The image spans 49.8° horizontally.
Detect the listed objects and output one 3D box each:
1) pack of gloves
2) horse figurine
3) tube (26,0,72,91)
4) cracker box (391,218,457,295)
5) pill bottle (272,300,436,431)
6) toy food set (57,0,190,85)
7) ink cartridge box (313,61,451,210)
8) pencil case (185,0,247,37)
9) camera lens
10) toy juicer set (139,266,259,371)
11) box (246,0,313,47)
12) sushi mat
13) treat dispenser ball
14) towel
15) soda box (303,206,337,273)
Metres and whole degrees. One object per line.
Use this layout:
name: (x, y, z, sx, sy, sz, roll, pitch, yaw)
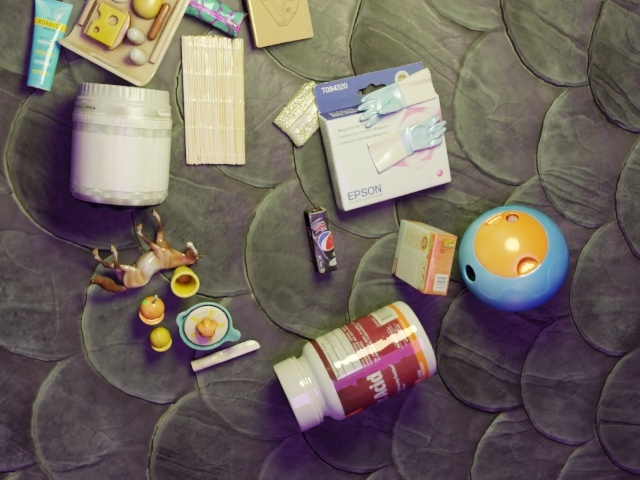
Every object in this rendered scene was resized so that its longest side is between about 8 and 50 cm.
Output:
pack of gloves: (0.217, -0.307, 1.755, 0.232, 0.046, 0.195, -27, 104, -14)
horse figurine: (-0.445, 0.049, 1.710, 0.263, 0.066, 0.174, -37, 125, -14)
tube: (-0.630, -0.450, 1.583, 0.080, 0.052, 0.207, 10, 92, -26)
cracker box: (0.269, 0.040, 1.817, 0.067, 0.232, 0.156, 6, 99, -17)
pill bottle: (0.088, 0.338, 1.833, 0.392, 0.224, 0.224, -24, 106, -9)
toy food set: (-0.434, -0.533, 1.554, 0.220, 0.092, 0.306, 28, 94, 2)
ink cartridge box: (0.167, -0.274, 1.801, 0.324, 0.071, 0.330, -17, 106, -16)
pencil case: (-0.256, -0.545, 1.647, 0.151, 0.070, 0.064, 22, 108, -16)
camera lens: (-0.456, -0.213, 1.582, 0.219, 0.219, 0.274, 3, 100, -15)
toy juicer set: (-0.322, 0.239, 1.759, 0.209, 0.089, 0.329, -38, 117, -2)
box: (-0.105, -0.585, 1.676, 0.164, 0.021, 0.201, -20, 109, -27)
sushi mat: (-0.263, -0.347, 1.712, 0.151, 0.019, 0.316, -3, 102, -13)
treat dispenser ball: (0.517, 0.048, 1.855, 0.288, 0.288, 0.288, -3, 102, -14)
towel: (-0.040, -0.325, 1.770, 0.110, 0.027, 0.148, 44, 88, -17)
soda box: (0.000, 0.000, 1.828, 0.053, 0.060, 0.169, -13, 104, -13)
